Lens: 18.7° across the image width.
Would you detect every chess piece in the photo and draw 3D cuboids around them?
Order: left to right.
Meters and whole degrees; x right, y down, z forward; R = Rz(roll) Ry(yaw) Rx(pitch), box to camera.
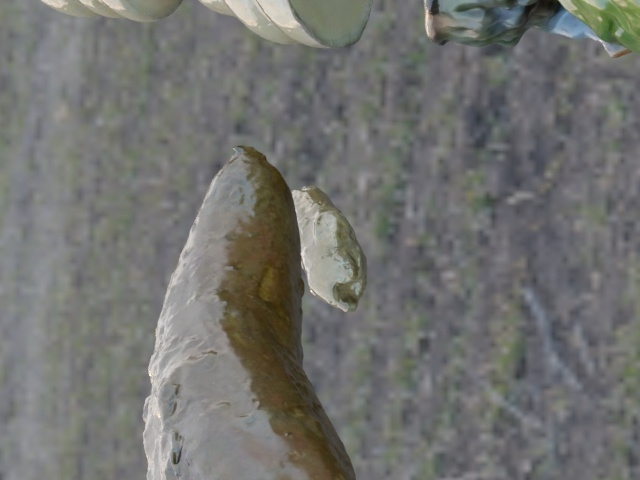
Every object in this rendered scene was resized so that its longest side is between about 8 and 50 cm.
[{"bbox_3d":[-0.123,-0.193,1.237,0.307,0.139,0.124,5,75,35],"label":"chess piece"}]

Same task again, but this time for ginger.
[{"bbox_3d":[-0.001,-0.004,1.492,0.173,0.051,0.069,-117,15,-68],"label":"ginger"}]

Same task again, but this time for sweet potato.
[{"bbox_3d":[-0.038,0.091,0.969,0.114,0.092,0.341,-37,37,17],"label":"sweet potato"}]

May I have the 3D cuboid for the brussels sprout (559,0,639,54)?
[{"bbox_3d":[0.224,-0.169,1.080,0.223,0.223,0.161,37,109,64],"label":"brussels sprout"}]

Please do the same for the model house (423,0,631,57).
[{"bbox_3d":[0.287,-0.284,1.419,0.297,0.339,0.360,-30,-46,-72],"label":"model house"}]
